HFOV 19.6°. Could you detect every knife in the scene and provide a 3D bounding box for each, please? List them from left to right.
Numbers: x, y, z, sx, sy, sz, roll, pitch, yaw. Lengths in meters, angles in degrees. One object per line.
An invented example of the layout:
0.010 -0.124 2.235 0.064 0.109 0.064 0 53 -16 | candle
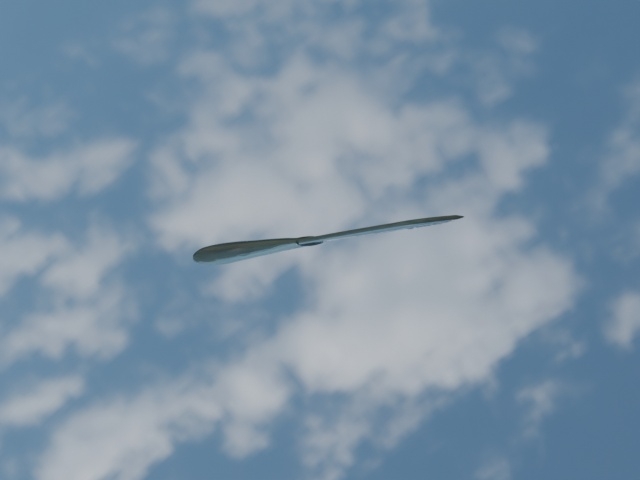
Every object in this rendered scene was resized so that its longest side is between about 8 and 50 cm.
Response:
0.000 0.000 1.546 0.313 0.044 0.019 -9 -96 48 | knife
